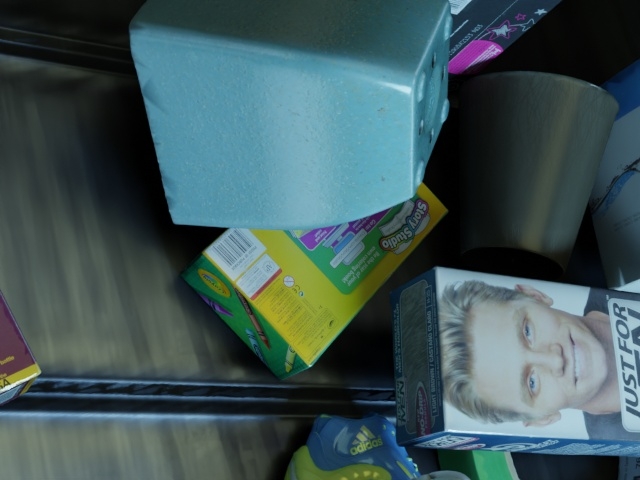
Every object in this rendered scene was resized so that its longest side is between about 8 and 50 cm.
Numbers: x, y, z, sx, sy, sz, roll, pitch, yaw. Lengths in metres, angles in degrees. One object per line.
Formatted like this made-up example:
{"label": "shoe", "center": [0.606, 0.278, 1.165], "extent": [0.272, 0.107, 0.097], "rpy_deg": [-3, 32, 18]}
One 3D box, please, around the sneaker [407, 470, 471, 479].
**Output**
{"label": "sneaker", "center": [0.044, 0.333, 0.889], "extent": [0.292, 0.118, 0.110], "rpy_deg": [-38, 92, -7]}

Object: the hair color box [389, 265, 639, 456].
{"label": "hair color box", "center": [0.254, 0.141, 1.035], "extent": [0.347, 0.105, 0.174], "rpy_deg": [7, 69, -23]}

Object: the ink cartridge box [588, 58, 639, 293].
{"label": "ink cartridge box", "center": [0.481, -0.083, 1.218], "extent": [0.198, 0.197, 0.270], "rpy_deg": [2, 71, -25]}

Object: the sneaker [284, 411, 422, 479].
{"label": "sneaker", "center": [0.083, 0.255, 1.008], "extent": [0.240, 0.091, 0.126], "rpy_deg": [24, 63, -15]}

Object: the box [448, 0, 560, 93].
{"label": "box", "center": [0.152, -0.308, 1.152], "extent": [0.163, 0.247, 0.142], "rpy_deg": [6, 68, -24]}

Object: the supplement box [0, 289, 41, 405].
{"label": "supplement box", "center": [-0.339, 0.065, 0.863], "extent": [0.081, 0.104, 0.188], "rpy_deg": [-26, 84, -30]}

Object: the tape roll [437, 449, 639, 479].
{"label": "tape roll", "center": [0.293, 0.239, 1.124], "extent": [0.321, 0.077, 0.321], "rpy_deg": [8, 69, -23]}

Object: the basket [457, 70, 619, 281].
{"label": "basket", "center": [0.253, -0.074, 1.175], "extent": [0.204, 0.154, 0.227], "rpy_deg": [9, 71, 14]}

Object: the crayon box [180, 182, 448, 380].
{"label": "crayon box", "center": [0.000, 0.000, 1.064], "extent": [0.165, 0.081, 0.278], "rpy_deg": [47, 59, -4]}

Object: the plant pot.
{"label": "plant pot", "center": [-0.005, -0.161, 0.944], "extent": [0.252, 0.247, 0.248], "rpy_deg": [11, 47, 16]}
